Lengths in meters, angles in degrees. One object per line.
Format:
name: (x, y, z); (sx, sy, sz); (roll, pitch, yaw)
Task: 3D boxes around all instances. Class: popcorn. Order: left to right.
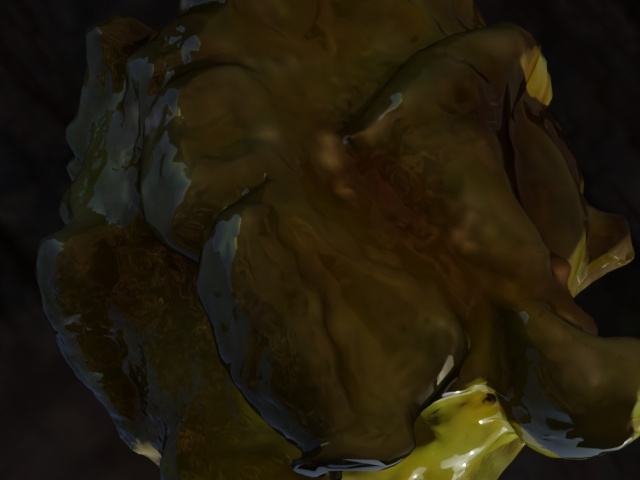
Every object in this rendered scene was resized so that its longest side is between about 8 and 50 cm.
popcorn: (0.000, 0.008, 0.914); (0.274, 0.279, 0.335); (16, -124, -15)
